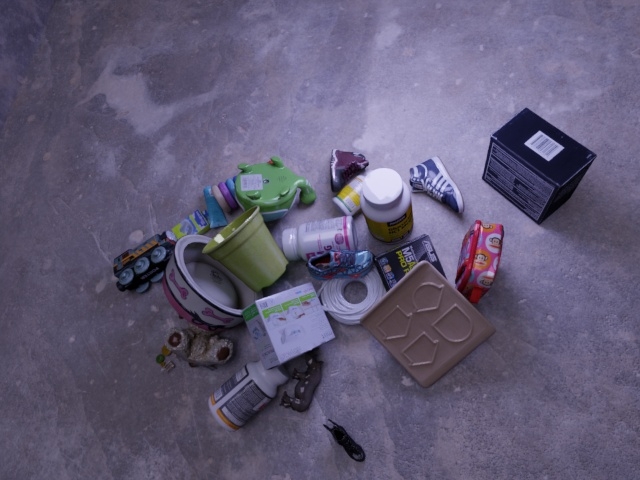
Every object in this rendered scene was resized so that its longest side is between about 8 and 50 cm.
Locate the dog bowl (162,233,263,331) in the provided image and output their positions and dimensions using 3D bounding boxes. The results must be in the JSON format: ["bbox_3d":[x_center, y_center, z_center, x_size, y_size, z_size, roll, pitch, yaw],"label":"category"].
[{"bbox_3d":[-0.421,0.173,1.663,0.150,0.407,0.408,-46,63,18],"label":"dog bowl"}]

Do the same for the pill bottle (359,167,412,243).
[{"bbox_3d":[0.249,-0.126,1.623,0.187,0.334,0.188,-5,68,13],"label":"pill bottle"}]

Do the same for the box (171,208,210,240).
[{"bbox_3d":[-0.582,-0.061,1.980,0.178,0.042,0.109,-39,65,-2],"label":"box"}]

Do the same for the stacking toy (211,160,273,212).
[{"bbox_3d":[-0.321,-0.262,1.953,0.330,0.141,0.141,-31,64,-6],"label":"stacking toy"}]

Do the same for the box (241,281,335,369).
[{"bbox_3d":[-0.111,0.303,1.557,0.126,0.261,0.231,-35,75,47],"label":"box"}]

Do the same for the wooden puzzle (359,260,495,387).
[{"bbox_3d":[0.361,0.285,1.487,0.348,0.080,0.322,44,105,0],"label":"wooden puzzle"}]

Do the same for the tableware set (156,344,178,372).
[{"bbox_3d":[-0.610,0.463,1.789,0.104,0.024,0.154,37,83,28],"label":"tableware set"}]

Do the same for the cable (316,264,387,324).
[{"bbox_3d":[0.131,0.199,1.660,0.257,0.089,0.257,26,75,22],"label":"cable"}]

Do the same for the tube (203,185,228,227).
[{"bbox_3d":[-0.490,-0.152,1.988,0.080,0.052,0.207,-15,65,-14],"label":"tube"}]

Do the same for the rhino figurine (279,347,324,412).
[{"bbox_3d":[-0.056,0.512,1.590,0.106,0.073,0.244,24,74,5],"label":"rhino figurine"}]

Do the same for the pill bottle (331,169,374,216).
[{"bbox_3d":[0.158,-0.195,1.795,0.208,0.118,0.117,-42,64,-4],"label":"pill bottle"}]

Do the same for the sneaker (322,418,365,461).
[{"bbox_3d":[0.082,0.685,1.476,0.051,0.089,0.170,-43,64,-5],"label":"sneaker"}]

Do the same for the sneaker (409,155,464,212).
[{"bbox_3d":[0.454,-0.204,1.728,0.153,0.099,0.283,-20,58,1],"label":"sneaker"}]

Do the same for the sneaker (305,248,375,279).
[{"bbox_3d":[0.073,0.086,1.602,0.261,0.125,0.104,-13,65,8],"label":"sneaker"}]

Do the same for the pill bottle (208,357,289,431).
[{"bbox_3d":[-0.259,0.547,1.582,0.278,0.162,0.162,-40,64,-3],"label":"pill bottle"}]

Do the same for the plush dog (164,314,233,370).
[{"bbox_3d":[-0.469,0.374,1.722,0.262,0.211,0.226,18,56,-10],"label":"plush dog"}]

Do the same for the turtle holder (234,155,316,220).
[{"bbox_3d":[-0.203,-0.208,1.833,0.320,0.228,0.243,-31,62,-24],"label":"turtle holder"}]

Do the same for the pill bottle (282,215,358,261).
[{"bbox_3d":[0.000,0.000,1.735,0.282,0.160,0.161,-9,67,12],"label":"pill bottle"}]

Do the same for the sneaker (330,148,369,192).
[{"bbox_3d":[0.124,-0.305,1.821,0.162,0.107,0.282,0,42,5],"label":"sneaker"}]

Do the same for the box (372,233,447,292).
[{"bbox_3d":[0.339,0.141,1.568,0.216,0.060,0.270,-23,93,-1],"label":"box"}]

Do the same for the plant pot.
[{"bbox_3d":[-0.267,0.049,1.664,0.276,0.276,0.254,-39,105,-3],"label":"plant pot"}]

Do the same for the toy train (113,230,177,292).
[{"bbox_3d":[-0.768,0.089,1.914,0.333,0.142,0.190,-33,55,6],"label":"toy train"}]

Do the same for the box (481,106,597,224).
[{"bbox_3d":[0.767,-0.264,1.563,0.182,0.294,0.296,-39,65,-5],"label":"box"}]

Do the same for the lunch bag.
[{"bbox_3d":[0.539,0.092,1.483,0.120,0.293,0.259,12,72,14],"label":"lunch bag"}]
